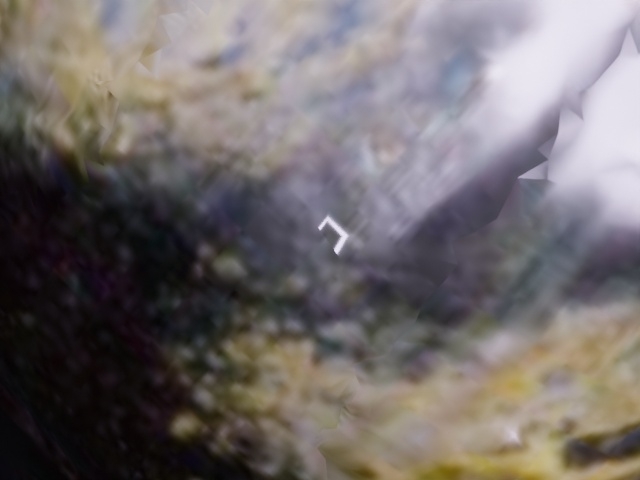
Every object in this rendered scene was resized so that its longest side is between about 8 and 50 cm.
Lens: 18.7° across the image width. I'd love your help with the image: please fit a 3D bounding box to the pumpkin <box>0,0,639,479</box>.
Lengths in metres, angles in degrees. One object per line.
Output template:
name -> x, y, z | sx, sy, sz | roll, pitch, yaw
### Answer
pumpkin -> 0.064, -0.076, 0.584 | 0.344, 0.454, 0.454 | -52, 53, 41
